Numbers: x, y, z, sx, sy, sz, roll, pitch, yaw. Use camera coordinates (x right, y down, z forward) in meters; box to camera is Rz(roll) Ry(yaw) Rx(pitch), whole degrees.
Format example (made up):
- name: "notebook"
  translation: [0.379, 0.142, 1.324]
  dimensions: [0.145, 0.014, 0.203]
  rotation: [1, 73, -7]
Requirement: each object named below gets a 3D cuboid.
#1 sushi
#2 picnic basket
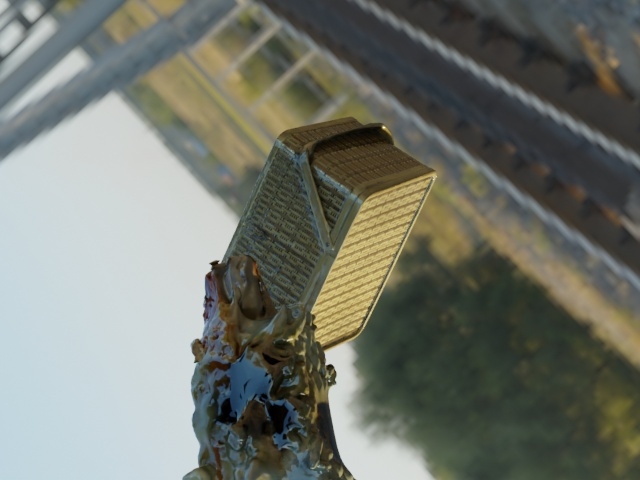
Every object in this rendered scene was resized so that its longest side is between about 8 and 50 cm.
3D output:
- name: "sushi"
  translation: [-0.032, 0.115, 1.071]
  dimensions: [0.097, 0.103, 0.226]
  rotation: [-3, -107, -48]
- name: "picnic basket"
  translation: [0.000, 0.000, 1.242]
  dimensions: [0.079, 0.164, 0.115]
  rotation: [34, -153, 20]
